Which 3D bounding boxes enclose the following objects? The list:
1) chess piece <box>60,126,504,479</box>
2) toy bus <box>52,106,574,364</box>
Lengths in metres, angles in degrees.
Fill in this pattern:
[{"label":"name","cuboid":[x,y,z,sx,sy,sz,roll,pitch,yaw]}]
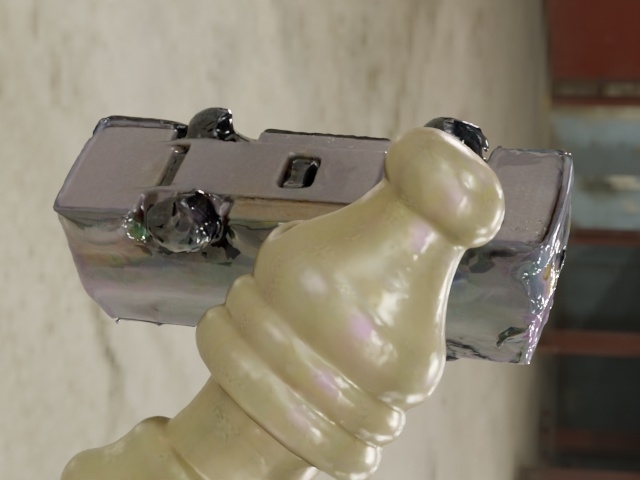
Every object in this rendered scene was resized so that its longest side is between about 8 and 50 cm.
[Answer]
[{"label":"chess piece","cuboid":[-0.010,0.079,0.972,0.124,0.307,0.139,32,11,-37]},{"label":"toy bus","cuboid":[0.000,0.000,1.164,0.112,0.316,0.138,-65,155,-42]}]
